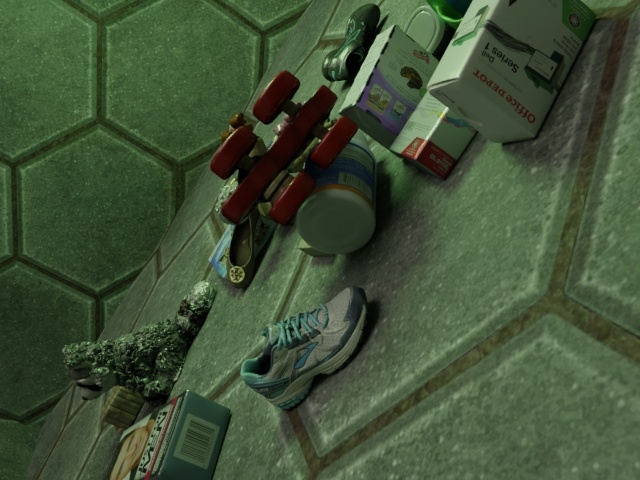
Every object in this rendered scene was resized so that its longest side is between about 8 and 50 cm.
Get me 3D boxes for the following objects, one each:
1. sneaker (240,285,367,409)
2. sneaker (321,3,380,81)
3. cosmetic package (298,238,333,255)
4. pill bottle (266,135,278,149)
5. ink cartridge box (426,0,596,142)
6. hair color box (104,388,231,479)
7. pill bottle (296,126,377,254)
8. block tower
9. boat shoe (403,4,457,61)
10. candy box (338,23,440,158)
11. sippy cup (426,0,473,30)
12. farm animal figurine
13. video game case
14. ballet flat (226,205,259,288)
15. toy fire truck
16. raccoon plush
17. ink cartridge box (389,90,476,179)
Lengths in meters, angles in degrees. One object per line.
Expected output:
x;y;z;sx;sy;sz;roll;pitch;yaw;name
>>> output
-0.032;0.176;1.109;0.283;0.122;0.110;-50;22;22;sneaker
0.113;-0.572;1.917;0.106;0.101;0.267;24;82;48;sneaker
0.000;0.000;1.402;0.060;0.041;0.115;-64;21;-14;cosmetic package
-0.150;-0.275;2.104;0.120;0.067;0.067;-47;23;29;pill bottle
0.282;-0.277;0.969;0.219;0.160;0.092;-62;20;-7;ink cartridge box
-0.351;0.479;1.436;0.374;0.113;0.185;-38;28;45;hair color box
0.038;-0.113;1.315;0.152;0.152;0.272;-45;24;34;pill bottle
-0.573;0.431;2.049;0.091;0.097;0.335;-11;52;65;block tower
0.203;-0.391;1.421;0.091;0.114;0.302;-24;-9;-31;boat shoe
0.151;-0.289;1.281;0.070;0.165;0.196;-10;51;62;candy box
0.319;-0.553;1.218;0.240;0.305;0.224;-22;5;-40;sippy cup
-0.119;-0.199;1.724;0.172;0.330;0.327;-1;88;64;farm animal figurine
-0.223;-0.010;1.910;0.244;0.061;0.269;-60;20;-1;video game case
-0.208;0.002;1.747;0.058;0.084;0.250;38;-119;-74;ballet flat
-0.073;-0.152;1.221;0.302;0.169;0.254;-53;2;-7;toy fire truck
-0.541;0.268;1.908;0.216;0.299;0.446;-23;40;58;raccoon plush
0.215;-0.206;1.148;0.175;0.072;0.127;-56;20;6;ink cartridge box
